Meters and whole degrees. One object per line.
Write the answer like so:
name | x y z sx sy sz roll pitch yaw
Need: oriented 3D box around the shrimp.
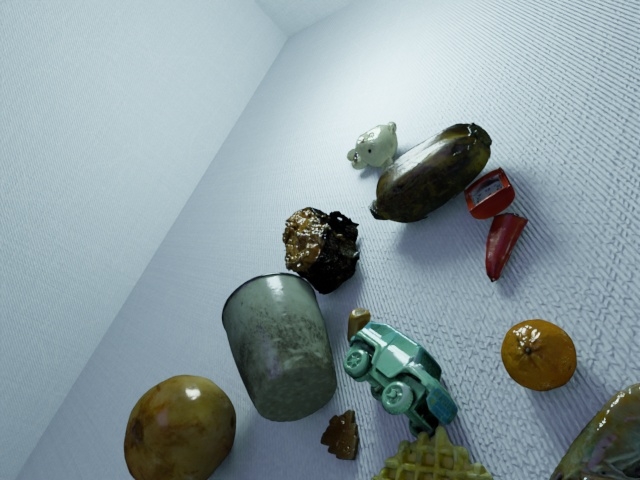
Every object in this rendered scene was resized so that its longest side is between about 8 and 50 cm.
shrimp | 0.475 0.349 0.692 0.317 0.077 0.168 -49 36 0

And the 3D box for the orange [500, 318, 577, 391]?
orange | 0.409 0.213 0.861 0.135 0.117 0.136 -26 39 23

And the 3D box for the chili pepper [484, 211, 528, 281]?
chili pepper | 0.428 0.022 1.077 0.169 0.064 0.088 -67 18 -15

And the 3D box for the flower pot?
flower pot | -0.101 0.301 1.265 0.293 0.293 0.330 -44 41 12

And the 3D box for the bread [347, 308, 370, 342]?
bread | 0.106 0.236 1.278 0.062 0.103 0.049 -15 39 -23

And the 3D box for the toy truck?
toy truck | 0.177 0.304 1.026 0.156 0.155 0.278 -48 32 -10

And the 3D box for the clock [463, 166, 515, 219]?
clock | 0.430 -0.114 1.151 0.113 0.061 0.155 -35 13 25

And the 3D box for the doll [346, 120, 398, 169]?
doll | 0.172 -0.348 1.682 0.278 0.149 0.175 -162 74 -68

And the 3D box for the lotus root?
lotus root | 0.301 -0.181 1.300 0.397 0.179 0.196 -36 20 34

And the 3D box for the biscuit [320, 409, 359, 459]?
biscuit | 0.055 0.486 1.118 0.119 0.019 0.130 -46 33 8

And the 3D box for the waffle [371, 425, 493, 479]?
waffle | 0.209 0.505 0.864 0.261 0.056 0.250 -47 42 10

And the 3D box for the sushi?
sushi | 0.000 0.000 1.486 0.234 0.207 0.349 -48 28 15

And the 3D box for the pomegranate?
pomegranate | -0.408 0.574 1.373 0.338 0.338 0.338 -31 38 28
